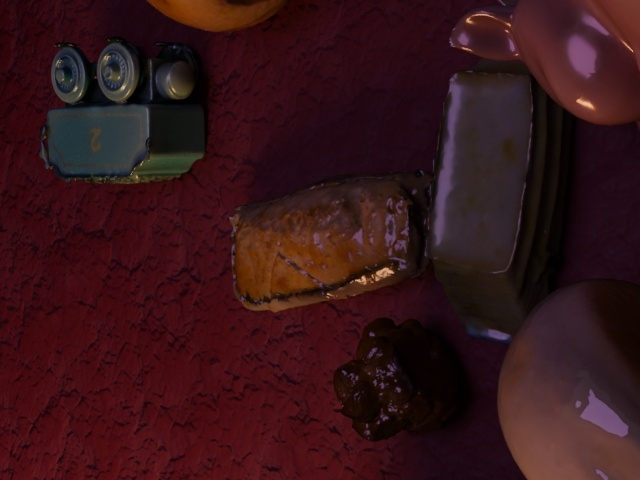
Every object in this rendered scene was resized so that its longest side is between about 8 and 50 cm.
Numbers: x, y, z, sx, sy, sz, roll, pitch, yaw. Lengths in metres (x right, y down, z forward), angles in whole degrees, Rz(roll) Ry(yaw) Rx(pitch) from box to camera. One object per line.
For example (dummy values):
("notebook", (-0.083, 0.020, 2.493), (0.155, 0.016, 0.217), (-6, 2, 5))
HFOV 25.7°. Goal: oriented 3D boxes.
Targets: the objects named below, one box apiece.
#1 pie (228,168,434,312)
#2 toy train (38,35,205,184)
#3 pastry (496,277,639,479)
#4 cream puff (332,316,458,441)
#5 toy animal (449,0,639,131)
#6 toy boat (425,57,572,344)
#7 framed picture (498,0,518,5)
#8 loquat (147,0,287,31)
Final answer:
("pie", (0.000, 0.000, 1.406), (0.282, 0.068, 0.128), (-13, 79, 46))
("toy train", (-0.224, -0.145, 1.591), (0.203, 0.112, 0.163), (3, 96, 43))
("pastry", (0.247, 0.142, 1.055), (0.265, 0.265, 0.133), (51, 118, 32))
("cream puff", (0.069, 0.135, 1.308), (0.116, 0.122, 0.094), (43, 126, 0))
("toy animal", (0.261, -0.172, 1.049), (0.212, 0.195, 0.256), (64, 150, 18))
("toy boat", (0.159, -0.045, 1.250), (0.111, 0.084, 0.276), (9, 93, 40))
("framed picture", (0.160, -0.286, 1.211), (0.201, 0.010, 0.136), (45, 131, 10))
("loquat", (-0.111, -0.324, 1.435), (0.213, 0.213, 0.213), (-2, 86, 42))
